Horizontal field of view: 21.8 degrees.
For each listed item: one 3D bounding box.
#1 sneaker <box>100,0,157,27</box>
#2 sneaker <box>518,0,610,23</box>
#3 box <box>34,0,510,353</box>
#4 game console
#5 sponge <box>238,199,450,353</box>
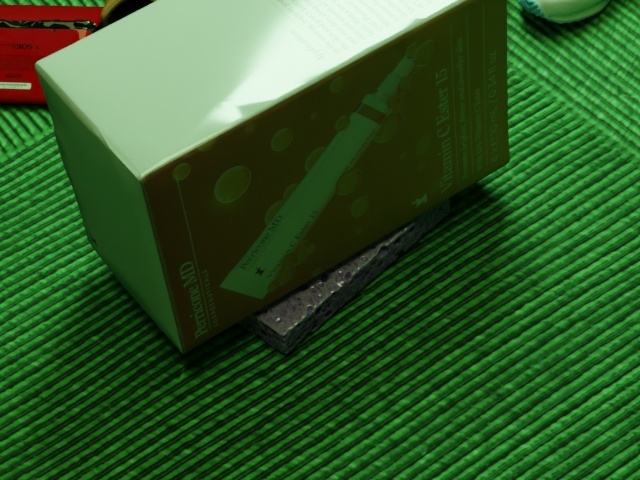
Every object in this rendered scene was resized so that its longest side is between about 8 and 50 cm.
[{"bbox_3d":[-0.078,-0.208,1.595,0.290,0.106,0.123,11,60,25],"label":"sneaker"},{"bbox_3d":[0.277,-0.297,1.627,0.229,0.092,0.087,-39,57,-23],"label":"sneaker"},{"bbox_3d":[-0.028,-0.103,1.369,0.345,0.215,0.168,-30,52,-18],"label":"box"},{"bbox_3d":[-0.286,-0.185,1.644,0.144,0.085,0.124,2,80,9],"label":"game console"},{"bbox_3d":[0.000,0.000,1.440,0.117,0.031,0.210,34,60,30],"label":"sponge"}]
